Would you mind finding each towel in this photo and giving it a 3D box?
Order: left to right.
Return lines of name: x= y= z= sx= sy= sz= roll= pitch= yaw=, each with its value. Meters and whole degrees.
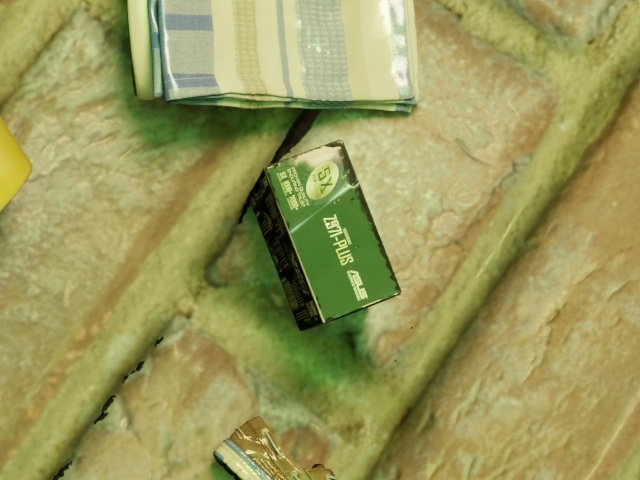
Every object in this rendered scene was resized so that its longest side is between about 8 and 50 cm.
towel: x=-0.030 y=-0.227 z=1.391 sx=0.285 sy=0.034 sz=0.209 roll=-2 pitch=87 yaw=-30

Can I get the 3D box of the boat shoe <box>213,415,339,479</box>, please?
boat shoe: x=-0.014 y=0.240 z=1.379 sx=0.183 sy=0.066 sz=0.066 roll=43 pitch=79 yaw=-2

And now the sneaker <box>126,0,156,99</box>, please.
sneaker: x=-0.121 y=-0.274 z=1.400 sx=0.123 sy=0.106 sz=0.290 roll=5 pitch=82 yaw=-5

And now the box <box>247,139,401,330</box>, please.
box: x=0.000 y=0.000 z=1.349 sx=0.077 sy=0.180 sz=0.147 roll=-20 pitch=86 yaw=-9

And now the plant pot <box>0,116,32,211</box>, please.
plant pot: x=-0.394 y=-0.094 z=1.287 sx=0.254 sy=0.254 sz=0.239 roll=-47 pitch=108 yaw=-10
